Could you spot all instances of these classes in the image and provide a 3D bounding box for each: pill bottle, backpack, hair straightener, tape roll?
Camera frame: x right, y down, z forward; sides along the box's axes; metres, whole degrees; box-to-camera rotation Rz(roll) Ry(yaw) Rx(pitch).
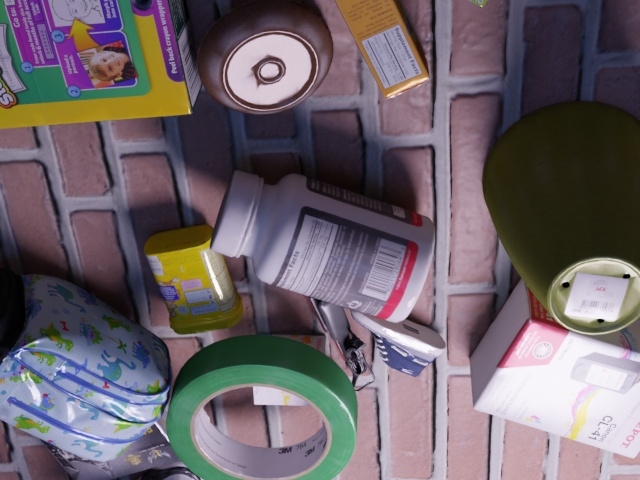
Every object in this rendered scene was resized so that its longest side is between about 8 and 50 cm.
[{"bbox_3d":[0.000,0.000,1.656,0.318,0.176,0.176,18,125,-9],"label":"pill bottle"},{"bbox_3d":[-0.419,0.211,1.780,0.273,0.290,0.355,-35,116,6],"label":"backpack"},{"bbox_3d":[0.042,0.179,1.835,0.047,0.089,0.230,-29,125,-17],"label":"hair straightener"},{"bbox_3d":[-0.098,0.302,1.830,0.321,0.077,0.321,3,127,3],"label":"tape roll"}]

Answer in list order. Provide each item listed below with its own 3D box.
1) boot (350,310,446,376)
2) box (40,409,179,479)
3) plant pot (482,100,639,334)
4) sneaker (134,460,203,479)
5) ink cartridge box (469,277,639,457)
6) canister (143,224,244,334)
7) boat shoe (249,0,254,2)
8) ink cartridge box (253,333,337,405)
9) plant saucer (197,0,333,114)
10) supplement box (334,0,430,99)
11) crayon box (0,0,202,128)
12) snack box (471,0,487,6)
[{"bbox_3d":[0.115,0.170,1.835,0.190,0.069,0.086,28,120,-17],"label":"boot"},{"bbox_3d":[-0.396,0.360,2.020,0.231,0.056,0.183,-18,122,17],"label":"box"},{"bbox_3d":[0.380,-0.009,1.549,0.274,0.294,0.275,2,126,3],"label":"plant pot"},{"bbox_3d":[-0.353,0.586,2.084,0.137,0.210,0.366,30,122,-16],"label":"sneaker"},{"bbox_3d":[0.433,0.212,1.806,0.306,0.131,0.226,19,125,-7],"label":"ink cartridge box"},{"bbox_3d":[-0.209,0.064,1.783,0.126,0.073,0.170,-9,123,11],"label":"canister"},{"bbox_3d":[-0.095,-0.303,1.528,0.049,0.043,0.137,34,120,-17],"label":"boat shoe"},{"bbox_3d":[-0.043,0.224,1.874,0.143,0.092,0.090,0,126,3],"label":"ink cartridge box"},{"bbox_3d":[-0.074,-0.249,1.532,0.198,0.036,0.199,-10,136,-10],"label":"plant saucer"},{"bbox_3d":[0.073,-0.316,1.485,0.080,0.078,0.233,-20,123,14],"label":"supplement box"},{"bbox_3d":[-0.353,-0.341,1.482,0.313,0.106,0.363,-3,125,8],"label":"crayon box"},{"bbox_3d":[0.184,-0.391,1.446,0.141,0.037,0.100,25,125,-14],"label":"snack box"}]
